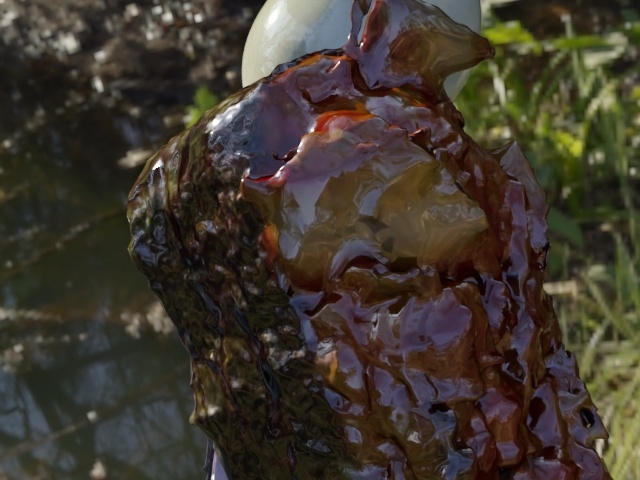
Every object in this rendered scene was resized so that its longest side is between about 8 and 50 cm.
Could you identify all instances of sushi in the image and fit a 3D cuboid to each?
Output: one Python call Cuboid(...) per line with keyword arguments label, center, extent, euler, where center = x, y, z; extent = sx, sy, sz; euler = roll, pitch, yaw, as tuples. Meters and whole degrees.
Cuboid(label="sushi", center=(0.040, 0.045, 0.739), extent=(0.182, 0.343, 0.196), euler=(-19, 0, 41))

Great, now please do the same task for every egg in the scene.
Cuboid(label="egg", center=(0.035, -0.139, 1.034), extent=(0.151, 0.151, 0.209), euler=(23, 54, 37))

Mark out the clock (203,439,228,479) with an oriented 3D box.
Cuboid(label="clock", center=(-0.075, 0.187, 1.472), extent=(0.073, 0.193, 0.144), euler=(6, 13, -8))
